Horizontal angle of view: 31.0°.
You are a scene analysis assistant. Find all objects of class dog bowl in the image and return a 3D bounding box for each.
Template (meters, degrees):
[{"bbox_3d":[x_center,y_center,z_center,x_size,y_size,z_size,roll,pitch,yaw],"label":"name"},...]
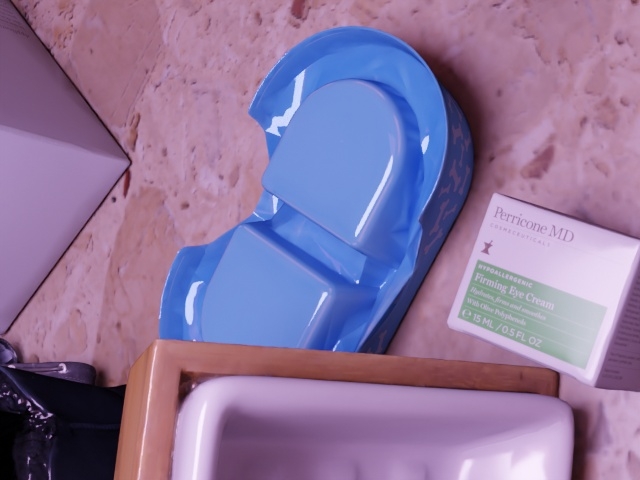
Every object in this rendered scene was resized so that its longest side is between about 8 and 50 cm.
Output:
[{"bbox_3d":[0.000,0.000,0.810,0.166,0.074,0.297,34,102,33],"label":"dog bowl"}]

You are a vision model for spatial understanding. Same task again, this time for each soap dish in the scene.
[{"bbox_3d":[0.008,0.177,0.665,0.118,0.291,0.228,3,86,55],"label":"soap dish"}]

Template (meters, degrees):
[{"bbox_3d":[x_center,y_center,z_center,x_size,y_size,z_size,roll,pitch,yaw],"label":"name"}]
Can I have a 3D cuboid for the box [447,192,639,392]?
[{"bbox_3d":[0.151,0.032,0.683,0.101,0.102,0.087,22,94,36],"label":"box"}]

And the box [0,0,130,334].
[{"bbox_3d":[-0.362,-0.114,1.018,0.215,0.168,0.345,-50,59,18],"label":"box"}]

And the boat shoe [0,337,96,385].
[{"bbox_3d":[-0.280,0.121,0.989,0.229,0.080,0.076,1,67,38],"label":"boat shoe"}]

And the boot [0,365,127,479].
[{"bbox_3d":[-0.131,0.195,0.791,0.094,0.207,0.246,-42,63,23],"label":"boot"}]
